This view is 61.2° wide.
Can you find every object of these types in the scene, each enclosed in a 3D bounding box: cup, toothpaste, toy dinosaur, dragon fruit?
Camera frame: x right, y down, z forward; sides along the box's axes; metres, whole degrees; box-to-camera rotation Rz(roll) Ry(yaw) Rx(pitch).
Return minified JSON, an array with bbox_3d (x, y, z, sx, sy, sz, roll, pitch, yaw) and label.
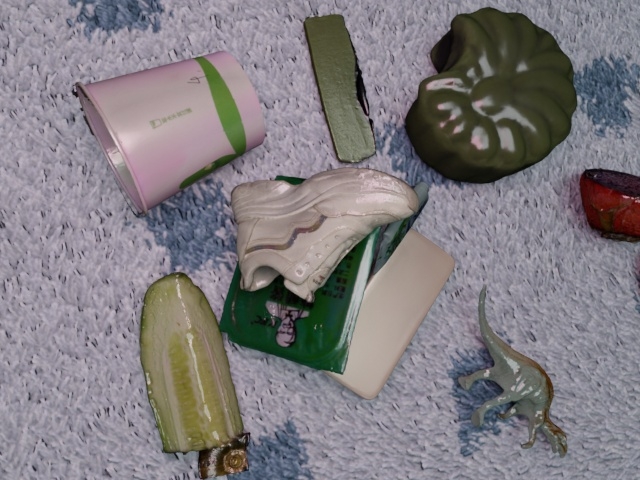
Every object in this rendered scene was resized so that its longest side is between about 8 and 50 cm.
[{"bbox_3d":[-0.262,-0.209,0.979,0.274,0.253,0.253,-30,91,-21],"label":"cup"},{"bbox_3d":[0.158,-0.039,1.046,0.048,0.074,0.297,21,37,15],"label":"toothpaste"},{"bbox_3d":[0.379,0.281,1.119,0.206,0.092,0.392,-15,86,-12],"label":"toy dinosaur"},{"bbox_3d":[0.661,-0.057,1.175,0.224,0.218,0.148,26,117,30],"label":"dragon fruit"}]

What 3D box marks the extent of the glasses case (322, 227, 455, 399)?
[{"bbox_3d":[0.129,0.142,1.092,0.144,0.076,0.336,36,79,-6],"label":"glasses case"}]

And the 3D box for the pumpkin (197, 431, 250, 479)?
[{"bbox_3d":[-0.181,0.408,1.030,0.101,0.035,0.073,-4,74,-8],"label":"pumpkin"}]

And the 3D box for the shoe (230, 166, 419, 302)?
[{"bbox_3d":[0.000,0.000,0.912,0.342,0.132,0.210,-5,77,24],"label":"shoe"}]

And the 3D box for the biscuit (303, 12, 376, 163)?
[{"bbox_3d":[0.043,-0.319,1.141,0.099,0.038,0.322,-14,88,-9],"label":"biscuit"}]

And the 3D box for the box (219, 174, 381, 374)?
[{"bbox_3d":[-0.021,0.058,1.027,0.264,0.106,0.336,13,82,23],"label":"box"}]

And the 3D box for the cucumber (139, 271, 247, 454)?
[{"bbox_3d":[-0.245,0.222,1.003,0.145,0.105,0.325,-16,87,15],"label":"cucumber"}]

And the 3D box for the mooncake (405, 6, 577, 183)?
[{"bbox_3d":[0.354,-0.289,1.125,0.351,0.187,0.351,2,82,-12],"label":"mooncake"}]
